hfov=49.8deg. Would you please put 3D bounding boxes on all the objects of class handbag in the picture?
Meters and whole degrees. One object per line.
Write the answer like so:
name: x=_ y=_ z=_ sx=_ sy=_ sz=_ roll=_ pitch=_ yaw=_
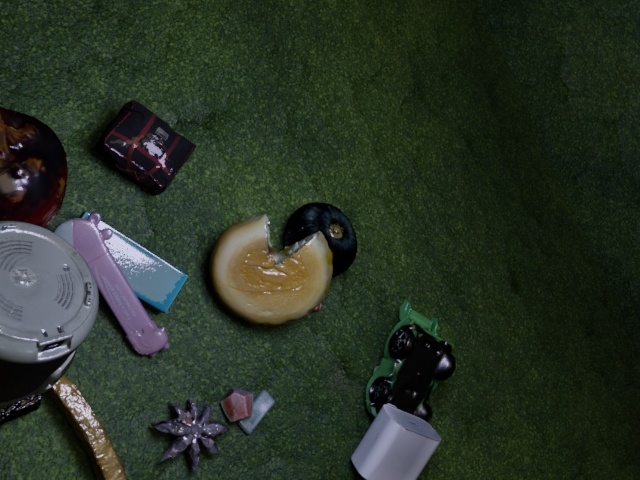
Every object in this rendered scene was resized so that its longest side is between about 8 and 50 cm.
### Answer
handbag: x=-0.454 y=-0.234 z=1.779 sx=0.215 sy=0.155 sz=0.169 roll=38 pitch=63 yaw=-24

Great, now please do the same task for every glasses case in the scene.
glasses case: x=-0.488 y=0.057 z=1.715 sx=0.301 sy=0.070 sz=0.117 roll=37 pitch=72 yaw=-24

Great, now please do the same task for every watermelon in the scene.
watermelon: x=-0.205 y=0.425 z=1.798 sx=0.092 sy=0.072 sz=0.085 roll=-26 pitch=98 yaw=-39

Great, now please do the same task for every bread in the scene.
bread: x=-0.136 y=0.081 z=1.867 sx=0.333 sy=0.160 sz=0.333 roll=-1 pitch=101 yaw=-7

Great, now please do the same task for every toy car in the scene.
toy car: x=0.266 y=0.382 z=2.094 sx=0.213 sy=0.176 sz=0.359 roll=30 pitch=84 yaw=-26

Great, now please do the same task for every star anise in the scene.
star anise: x=-0.319 y=0.478 z=1.702 sx=0.204 sy=0.061 sz=0.181 roll=33 pitch=58 yaw=-24

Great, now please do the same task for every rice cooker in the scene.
rice cooker: x=-0.645 y=0.157 z=1.404 sx=0.335 sy=0.325 sz=0.335 roll=28 pitch=40 yaw=-26

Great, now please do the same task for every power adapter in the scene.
power adapter: x=0.199 y=0.619 z=1.967 sx=0.187 sy=0.124 sz=0.255 roll=28 pitch=97 yaw=-25

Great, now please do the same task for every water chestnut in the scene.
water chestnut: x=-0.704 y=-0.159 z=1.459 sx=0.335 sy=0.347 sz=0.335 roll=12 pitch=62 yaw=-24

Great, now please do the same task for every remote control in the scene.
remote control: x=-0.171 y=0.458 z=1.846 sx=0.053 sy=0.018 sz=0.124 roll=50 pitch=53 yaw=-11

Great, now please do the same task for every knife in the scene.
knife: x=-0.494 y=0.117 z=1.656 sx=0.132 sy=0.038 sz=0.399 roll=-29 pitch=108 yaw=-8

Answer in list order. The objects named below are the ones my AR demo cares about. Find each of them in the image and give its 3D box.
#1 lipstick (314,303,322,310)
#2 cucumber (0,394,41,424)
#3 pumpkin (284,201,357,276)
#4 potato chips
lipstick: x=-0.059 y=0.185 z=2.006 sx=0.130 sy=0.038 sz=0.038 roll=6 pitch=71 yaw=-35
cucumber: x=-0.728 y=0.380 z=1.425 sx=0.300 sy=0.072 sz=0.072 roll=-23 pitch=89 yaw=-39
pumpkin: x=0.000 y=0.000 z=2.033 sx=0.233 sy=0.163 sz=0.233 roll=15 pitch=65 yaw=-35
potato chips: x=-0.514 y=0.460 z=1.557 sx=0.057 sy=0.080 sz=0.407 roll=-31 pitch=95 yaw=-49
